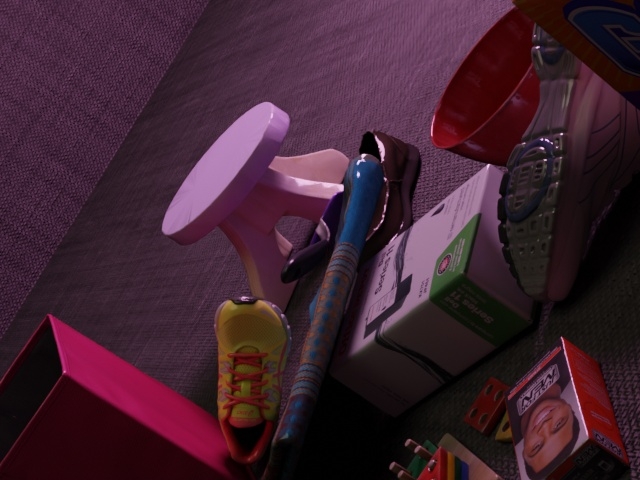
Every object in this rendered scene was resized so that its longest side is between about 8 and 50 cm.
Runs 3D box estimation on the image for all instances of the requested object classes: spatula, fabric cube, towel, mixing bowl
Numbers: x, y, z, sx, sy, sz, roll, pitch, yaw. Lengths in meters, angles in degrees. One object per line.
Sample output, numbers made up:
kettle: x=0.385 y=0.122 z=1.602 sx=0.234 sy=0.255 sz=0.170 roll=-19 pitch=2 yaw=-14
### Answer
spatula: x=0.000 y=0.000 z=1.870 sx=0.296 sy=0.030 sz=0.084 roll=-51 pitch=-15 yaw=-72
fabric cube: x=-0.255 y=0.276 z=1.841 sx=0.259 sy=0.258 sz=0.254 roll=-55 pitch=18 yaw=2
towel: x=-0.012 y=0.123 z=1.667 sx=0.271 sy=0.040 sz=0.370 roll=105 pitch=-178 yaw=-48
mixing bowl: x=0.201 y=-0.138 z=1.646 sx=0.181 sy=0.098 sz=0.181 roll=-47 pitch=19 yaw=22

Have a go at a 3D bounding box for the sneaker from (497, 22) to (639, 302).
sneaker: x=0.240 y=-0.087 z=1.447 sx=0.111 sy=0.129 sz=0.297 roll=-171 pitch=96 yaw=-69

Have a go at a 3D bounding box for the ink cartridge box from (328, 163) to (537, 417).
ink cartridge box: x=0.111 y=0.050 z=1.561 sx=0.208 sy=0.087 sz=0.153 roll=-41 pitch=22 yaw=41

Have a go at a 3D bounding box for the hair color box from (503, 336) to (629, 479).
hair color box: x=0.184 y=0.142 z=1.274 sx=0.072 sy=0.043 sz=0.141 roll=-48 pitch=19 yaw=20

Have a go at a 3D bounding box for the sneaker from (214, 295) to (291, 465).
sneaker: x=-0.073 y=0.152 z=1.777 sx=0.094 sy=0.081 sz=0.209 roll=-83 pitch=-8 yaw=-54

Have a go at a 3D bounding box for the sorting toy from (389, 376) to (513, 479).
sorting toy: x=0.085 y=0.218 z=1.394 sx=0.274 sy=0.046 sz=0.132 roll=-55 pitch=17 yaw=0

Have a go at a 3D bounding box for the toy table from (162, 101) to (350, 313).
toy table: x=-0.069 y=-0.044 z=2.092 sx=0.252 sy=0.161 sz=0.274 roll=-62 pitch=18 yaw=-20

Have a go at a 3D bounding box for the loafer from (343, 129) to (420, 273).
loafer: x=0.055 y=-0.045 z=1.898 sx=0.080 sy=0.078 sz=0.220 roll=-44 pitch=21 yaw=34

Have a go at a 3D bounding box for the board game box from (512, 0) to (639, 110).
board game box: x=0.314 y=-0.327 z=1.196 sx=0.357 sy=0.356 sz=0.356 roll=-60 pitch=24 yaw=-12
